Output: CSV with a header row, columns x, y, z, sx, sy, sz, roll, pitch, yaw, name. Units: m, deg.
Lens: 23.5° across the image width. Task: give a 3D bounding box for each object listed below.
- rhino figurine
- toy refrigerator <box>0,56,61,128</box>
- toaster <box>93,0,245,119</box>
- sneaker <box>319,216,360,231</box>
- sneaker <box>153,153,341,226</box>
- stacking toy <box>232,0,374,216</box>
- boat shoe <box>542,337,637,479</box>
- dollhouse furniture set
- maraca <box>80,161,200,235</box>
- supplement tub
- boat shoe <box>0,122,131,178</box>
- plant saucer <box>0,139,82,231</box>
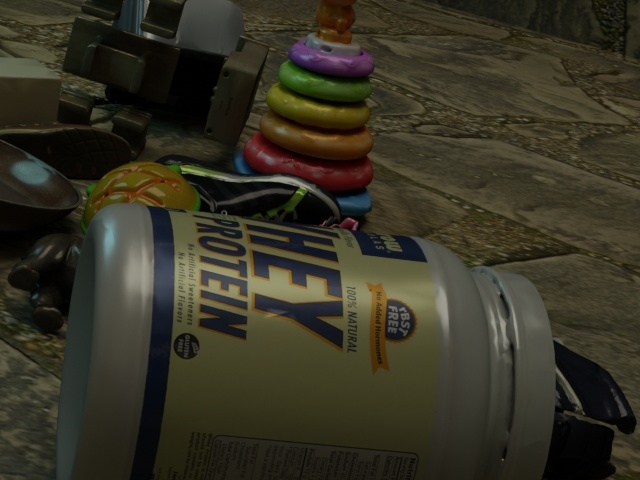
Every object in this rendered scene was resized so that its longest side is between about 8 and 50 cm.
x,y,z,sx,sy,sz,roll,pitch,yaw,name
-0.168,0.047,1.445,0.243,0.073,0.106,10,22,-8,rhino figurine
-0.453,-0.162,1.821,0.269,0.102,0.094,-3,24,-35,toy refrigerator
-0.208,-0.253,2.104,0.185,0.168,0.110,8,64,-22,toaster
0.000,0.000,1.700,0.119,0.057,0.047,-10,31,-44,sneaker
-0.095,-0.024,1.719,0.234,0.084,0.097,9,43,-4,sneaker
0.004,-0.190,1.863,0.165,0.302,0.175,7,19,-14,stacking toy
0.146,0.110,1.409,0.158,0.127,0.340,9,26,-28,boat shoe
-0.201,-0.221,1.967,0.242,0.212,0.161,18,20,-2,dollhouse furniture set
-0.191,-0.038,1.617,0.127,0.099,0.186,-12,27,-7,maraca
-0.017,0.105,1.120,0.324,0.235,0.235,7,20,-14,supplement tub
-0.314,-0.114,1.823,0.178,0.064,0.060,1,24,-21,boat shoe
-0.403,-0.079,1.613,0.310,0.050,0.310,22,10,-4,plant saucer
